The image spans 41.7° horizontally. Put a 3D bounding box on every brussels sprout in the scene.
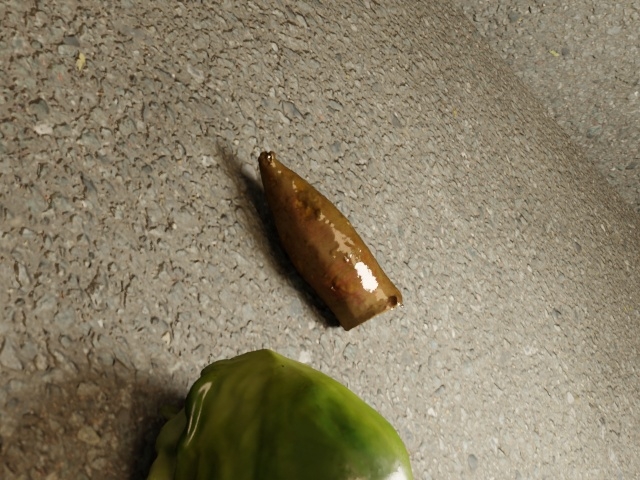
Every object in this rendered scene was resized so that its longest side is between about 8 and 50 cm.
[{"bbox_3d":[-0.036,0.315,0.989,0.276,0.314,0.371,55,22,-53],"label":"brussels sprout"}]

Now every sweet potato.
[{"bbox_3d":[-0.002,0.001,1.361,0.337,0.131,0.131,52,37,-14],"label":"sweet potato"}]
